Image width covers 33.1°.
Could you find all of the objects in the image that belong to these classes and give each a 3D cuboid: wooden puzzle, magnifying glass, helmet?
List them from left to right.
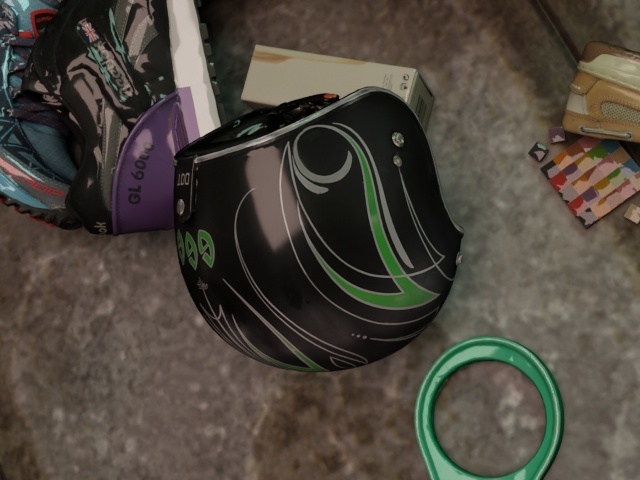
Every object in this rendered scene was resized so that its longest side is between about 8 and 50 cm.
[{"bbox_3d":[0.000,0.000,0.645,0.169,0.169,0.162,-17,104,15],"label":"helmet"},{"bbox_3d":[0.097,0.174,0.663,0.092,0.026,0.231,4,83,19],"label":"magnifying glass"},{"bbox_3d":[0.173,-0.041,0.683,0.049,0.006,0.083,-36,71,9],"label":"wooden puzzle"}]

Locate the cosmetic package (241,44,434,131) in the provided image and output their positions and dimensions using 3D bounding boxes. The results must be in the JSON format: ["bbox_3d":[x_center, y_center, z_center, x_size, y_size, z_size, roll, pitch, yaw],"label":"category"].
[{"bbox_3d":[0.012,-0.095,0.718,0.115,0.060,0.041,13,83,19],"label":"cosmetic package"}]

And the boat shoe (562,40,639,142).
[{"bbox_3d":[0.236,-0.056,0.641,0.190,0.068,0.072,25,104,26],"label":"boat shoe"}]

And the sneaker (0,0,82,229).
[{"bbox_3d":[-0.232,-0.125,0.782,0.125,0.104,0.262,-42,71,6],"label":"sneaker"}]

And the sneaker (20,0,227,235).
[{"bbox_3d":[-0.143,-0.144,0.713,0.124,0.107,0.283,-12,85,-12],"label":"sneaker"}]
